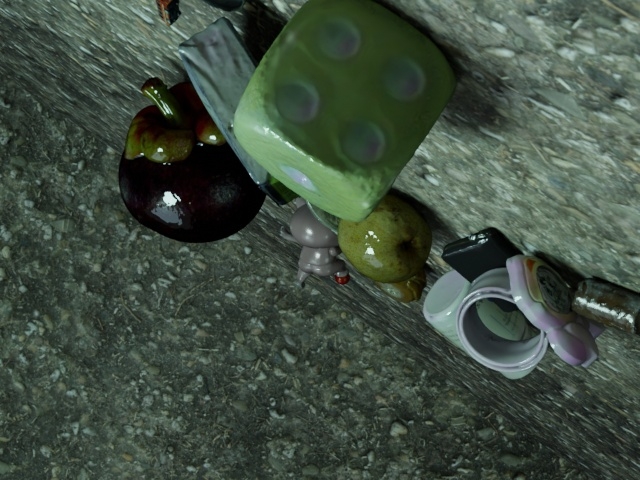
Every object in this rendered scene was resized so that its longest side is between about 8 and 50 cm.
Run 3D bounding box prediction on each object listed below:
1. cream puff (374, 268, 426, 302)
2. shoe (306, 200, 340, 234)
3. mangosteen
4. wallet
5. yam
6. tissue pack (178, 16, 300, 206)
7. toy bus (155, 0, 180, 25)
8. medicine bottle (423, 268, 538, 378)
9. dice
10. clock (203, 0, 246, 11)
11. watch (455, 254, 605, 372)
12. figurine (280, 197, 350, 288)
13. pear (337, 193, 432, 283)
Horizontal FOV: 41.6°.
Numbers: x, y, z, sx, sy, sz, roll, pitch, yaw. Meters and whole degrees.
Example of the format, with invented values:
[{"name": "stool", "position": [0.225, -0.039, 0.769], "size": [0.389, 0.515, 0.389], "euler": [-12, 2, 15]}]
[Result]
[{"name": "cream puff", "position": [0.217, 0.093, 2.289], "size": [0.150, 0.115, 0.165], "euler": [24, 157, 16]}, {"name": "shoe", "position": [0.069, -0.058, 2.093], "size": [0.316, 0.124, 0.159], "euler": [39, 175, -24]}, {"name": "mangosteen", "position": [-0.317, -0.204, 2.108], "size": [0.382, 0.382, 0.435], "euler": [27, 128, 34]}, {"name": "wallet", "position": [0.373, 0.065, 1.782], "size": [0.250, 0.044, 0.149], "euler": [38, 141, -25]}, {"name": "yam", "position": [0.539, 0.122, 1.562], "size": [0.141, 0.079, 0.079], "euler": [25, 165, 42]}, {"name": "tissue pack", "position": [-0.120, -0.221, 1.577], "size": [0.288, 0.124, 0.394], "euler": [59, -179, 3]}, {"name": "toy bus", "position": [-0.305, -0.464, 1.677], "size": [0.043, 0.031, 0.110], "euler": [41, 170, 1]}, {"name": "medicine bottle", "position": [0.406, 0.208, 2.082], "size": [0.293, 0.170, 0.170], "euler": [39, 168, -21]}, {"name": "dice", "position": [0.032, -0.193, 1.259], "size": [0.252, 0.250, 0.254], "euler": [35, 169, 1]}, {"name": "clock", "position": [-0.201, -0.461, 1.342], "size": [0.226, 0.049, 0.226], "euler": [34, 170, 7]}, {"name": "watch", "position": [0.408, 0.163, 1.696], "size": [0.248, 0.211, 0.217], "euler": [48, 126, -1]}, {"name": "figurine", "position": [0.000, 0.000, 2.344], "size": [0.176, 0.186, 0.287], "euler": [15, 125, 33]}, {"name": "pear", "position": [0.149, 0.000, 1.890], "size": [0.228, 0.188, 0.211], "euler": [41, 180, -28]}]
